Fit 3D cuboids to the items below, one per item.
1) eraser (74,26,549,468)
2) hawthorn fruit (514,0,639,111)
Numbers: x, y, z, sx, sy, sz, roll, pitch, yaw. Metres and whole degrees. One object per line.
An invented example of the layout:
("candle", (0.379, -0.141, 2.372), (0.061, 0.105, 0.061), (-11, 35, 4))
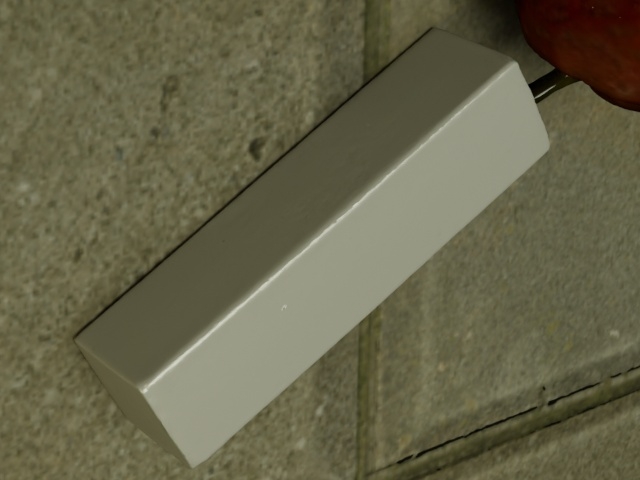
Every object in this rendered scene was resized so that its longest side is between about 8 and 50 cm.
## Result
("eraser", (0.000, -0.001, 1.107), (0.298, 0.078, 0.076), (-41, 131, -17))
("hawthorn fruit", (0.212, -0.178, 1.125), (0.224, 0.224, 0.261), (16, 122, -43))
